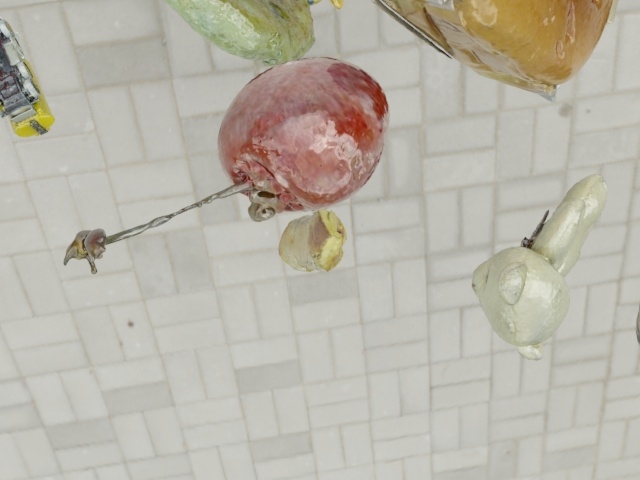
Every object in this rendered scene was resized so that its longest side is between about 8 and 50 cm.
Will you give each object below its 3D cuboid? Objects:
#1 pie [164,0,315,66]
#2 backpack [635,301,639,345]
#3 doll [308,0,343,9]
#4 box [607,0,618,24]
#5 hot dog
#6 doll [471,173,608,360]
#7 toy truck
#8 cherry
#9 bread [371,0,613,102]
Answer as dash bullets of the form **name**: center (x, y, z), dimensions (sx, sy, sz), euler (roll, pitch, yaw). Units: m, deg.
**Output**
- **pie**: center (-0.131, -0.367, 0.964), dimensions (0.323, 0.323, 0.070), euler (33, 124, -22)
- **backpack**: center (0.530, 0.097, 0.895), dimensions (0.139, 0.229, 0.229), euler (-14, 122, -23)
- **doll**: center (-0.054, -0.404, 1.151), dimensions (0.179, 0.089, 0.102), euler (-4, 154, 9)
- **box**: center (0.370, -0.443, 1.006), dimensions (0.168, 0.095, 0.212), euler (13, 91, -33)
- **hot dog**: center (0.001, 0.001, 0.852), dimensions (0.061, 0.169, 0.078), euler (7, 86, -22)
- **doll**: center (0.318, 0.022, 0.992), dimensions (0.278, 0.149, 0.175), euler (-47, 125, -26)
- **toy truck**: center (-0.610, -0.317, 1.350), dimensions (0.098, 0.114, 0.227), euler (-27, 77, -3)
- **cherry**: center (-0.037, -0.041, 0.407), dimensions (0.225, 0.107, 0.090), euler (-43, 136, -34)
- **bread**: center (0.140, -0.206, 0.521), dimensions (0.241, 0.107, 0.136), euler (15, 96, -49)
